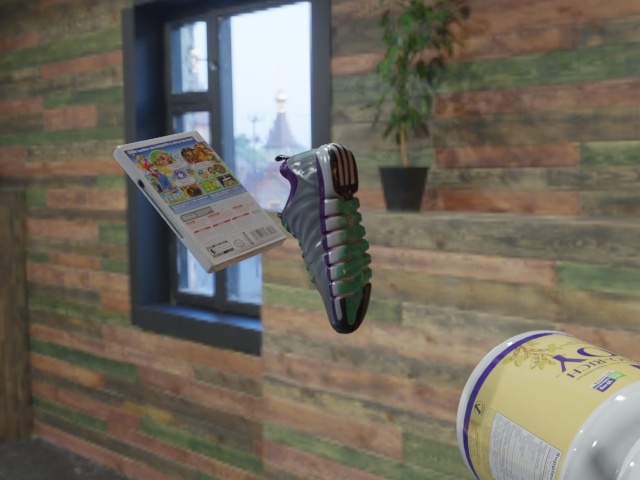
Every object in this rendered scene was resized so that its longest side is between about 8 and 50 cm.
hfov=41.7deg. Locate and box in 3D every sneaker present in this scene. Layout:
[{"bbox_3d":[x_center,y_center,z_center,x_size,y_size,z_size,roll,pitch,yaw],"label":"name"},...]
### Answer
[{"bbox_3d":[0.000,0.000,1.004,0.098,0.224,0.083,-5,0,30],"label":"sneaker"}]

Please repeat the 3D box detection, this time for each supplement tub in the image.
[{"bbox_3d":[0.341,0.258,1.014,0.241,0.241,0.331,-3,9,-21],"label":"supplement tub"}]

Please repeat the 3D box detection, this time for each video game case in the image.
[{"bbox_3d":[-0.091,-0.033,0.649,0.087,0.122,0.011,-23,-22,-50],"label":"video game case"}]
